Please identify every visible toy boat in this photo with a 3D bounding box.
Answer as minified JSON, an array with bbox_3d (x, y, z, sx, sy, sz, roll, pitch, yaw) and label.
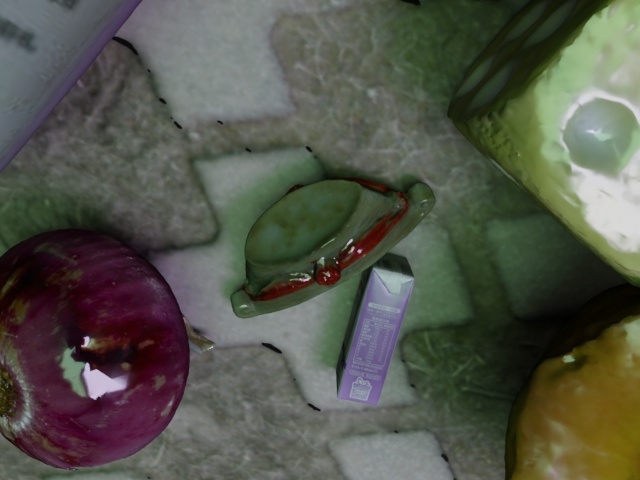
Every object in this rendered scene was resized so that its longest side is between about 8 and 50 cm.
[{"bbox_3d":[-0.001,0.000,0.521,0.185,0.089,0.071,-30,148,9],"label":"toy boat"}]

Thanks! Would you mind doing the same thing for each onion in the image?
[{"bbox_3d":[-0.179,0.078,0.509,0.177,0.153,0.177,6,121,11],"label":"onion"}]

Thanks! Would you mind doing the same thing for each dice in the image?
[{"bbox_3d":[0.199,-0.085,0.439,0.169,0.166,0.169,39,103,-11],"label":"dice"}]

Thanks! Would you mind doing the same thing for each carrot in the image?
[{"bbox_3d":[0.268,0.141,0.486,0.241,0.341,0.241,0,90,26],"label":"carrot"}]

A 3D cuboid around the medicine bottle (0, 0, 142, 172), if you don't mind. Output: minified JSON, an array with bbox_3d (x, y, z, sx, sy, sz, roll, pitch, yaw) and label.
[{"bbox_3d":[-0.171,-0.224,0.373,0.219,0.219,0.388,43,104,-11],"label":"medicine bottle"}]

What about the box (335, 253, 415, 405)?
[{"bbox_3d":[0.042,0.070,0.551,0.036,0.050,0.117,13,109,-5],"label":"box"}]
